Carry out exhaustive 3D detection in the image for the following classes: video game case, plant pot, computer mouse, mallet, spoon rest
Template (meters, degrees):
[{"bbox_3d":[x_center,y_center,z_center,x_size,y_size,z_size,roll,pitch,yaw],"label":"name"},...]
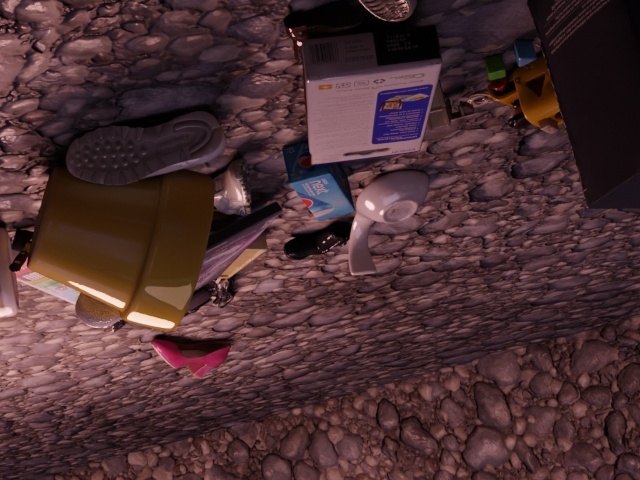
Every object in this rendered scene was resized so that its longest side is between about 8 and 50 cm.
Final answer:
[{"bbox_3d":[-0.434,0.060,2.197,0.204,0.025,0.285,-16,154,26],"label":"video game case"},{"bbox_3d":[-0.312,-0.009,1.833,0.239,0.254,0.254,15,154,-15],"label":"plant pot"},{"bbox_3d":[-0.306,0.136,2.510,0.272,0.072,0.188,-9,163,-7],"label":"computer mouse"},{"bbox_3d":[-0.494,0.019,1.963,0.062,0.039,0.190,15,-168,0],"label":"mallet"},{"bbox_3d":[0.111,-0.046,2.230,0.137,0.084,0.276,-5,145,-26],"label":"spoon rest"},{"bbox_3d":[-0.200,0.037,2.133,0.196,0.026,0.274,-29,170,-41],"label":"video game case"}]

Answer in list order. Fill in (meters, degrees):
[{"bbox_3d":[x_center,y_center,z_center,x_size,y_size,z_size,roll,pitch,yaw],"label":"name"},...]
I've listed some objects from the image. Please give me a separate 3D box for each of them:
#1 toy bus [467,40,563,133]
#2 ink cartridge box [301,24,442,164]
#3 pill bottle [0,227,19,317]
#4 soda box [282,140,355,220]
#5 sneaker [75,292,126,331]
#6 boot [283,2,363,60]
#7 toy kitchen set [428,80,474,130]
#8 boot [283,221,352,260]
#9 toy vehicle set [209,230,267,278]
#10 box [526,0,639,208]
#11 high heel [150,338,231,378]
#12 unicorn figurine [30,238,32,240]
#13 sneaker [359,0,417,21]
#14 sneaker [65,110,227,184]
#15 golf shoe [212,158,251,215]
[{"bbox_3d":[0.339,-0.216,1.806,0.191,0.104,0.202,-9,161,-8],"label":"toy bus"},{"bbox_3d":[0.066,-0.194,1.686,0.175,0.069,0.371,-7,165,-1],"label":"ink cartridge box"},{"bbox_3d":[-0.641,0.069,1.976,0.264,0.153,0.153,-8,161,-11],"label":"pill bottle"},{"bbox_3d":[-0.001,-0.100,2.005,0.071,0.067,0.210,-15,161,9],"label":"soda box"},{"bbox_3d":[-0.358,0.107,2.045,0.153,0.101,0.268,-51,-178,29],"label":"sneaker"},{"bbox_3d":[0.011,-0.265,1.566,0.106,0.037,0.114,-1,160,10],"label":"boot"},{"bbox_3d":[0.192,-0.220,1.824,0.068,0.075,0.083,-13,-158,13],"label":"toy kitchen set"},{"bbox_3d":[0.000,0.001,2.338,0.121,0.045,0.099,-6,165,-39],"label":"boot"},{"bbox_3d":[-0.254,0.028,2.279,0.267,0.035,0.166,1,158,-34],"label":"toy vehicle set"},{"bbox_3d":[0.489,-0.216,1.567,0.343,0.312,0.179,-2,159,-28],"label":"box"},{"bbox_3d":[-0.313,0.260,2.915,0.117,0.082,0.244,-46,141,3],"label":"high heel"},{"bbox_3d":[-0.382,-0.022,1.996,0.162,0.111,0.060,-41,-168,16],"label":"unicorn figurine"},{"bbox_3d":[0.046,-0.353,1.290,0.083,0.118,0.222,-2,142,37],"label":"sneaker"},{"bbox_3d":[-0.253,-0.126,1.757,0.235,0.090,0.095,-8,176,0],"label":"sneaker"},{"bbox_3d":[-0.157,-0.081,1.973,0.086,0.069,0.176,-3,160,-6],"label":"golf shoe"}]
